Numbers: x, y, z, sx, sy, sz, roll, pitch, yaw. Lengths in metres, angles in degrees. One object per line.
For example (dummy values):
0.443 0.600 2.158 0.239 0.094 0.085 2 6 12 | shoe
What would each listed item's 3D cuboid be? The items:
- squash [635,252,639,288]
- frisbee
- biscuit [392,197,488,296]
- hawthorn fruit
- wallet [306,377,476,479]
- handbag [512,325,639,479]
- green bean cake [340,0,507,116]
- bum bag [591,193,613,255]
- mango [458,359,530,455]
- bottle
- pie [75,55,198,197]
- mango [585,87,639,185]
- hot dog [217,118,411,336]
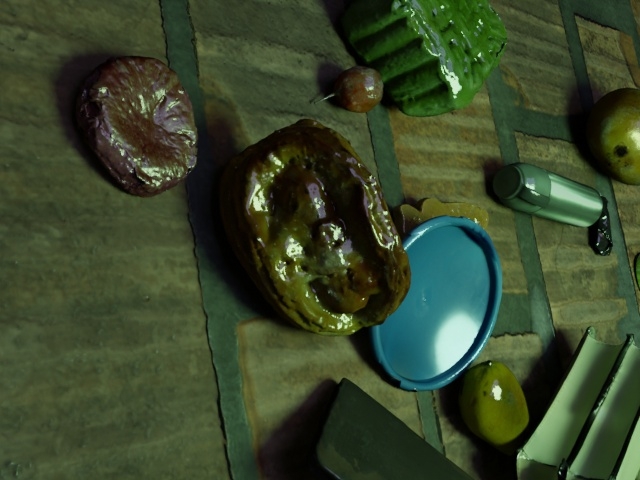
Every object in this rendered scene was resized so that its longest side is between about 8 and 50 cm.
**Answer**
0.710 0.061 1.569 0.105 0.132 0.105 13 69 -39 | squash
0.149 0.082 1.050 0.242 0.045 0.242 -12 109 -36 | frisbee
0.166 0.009 1.125 0.250 0.035 0.162 -29 104 -39 | biscuit
0.035 -0.201 1.064 0.103 0.067 0.066 -12 85 -19 | hawthorn fruit
0.121 0.295 0.898 0.309 0.042 0.165 41 29 -4 | wallet
0.430 0.323 1.181 0.358 0.160 0.236 -39 128 -45 | handbag
0.159 -0.311 1.162 0.222 0.125 0.248 51 48 -20 | green bean cake
0.532 -0.031 1.496 0.058 0.034 0.124 22 62 -48 | bum bag
0.248 0.238 1.107 0.161 0.076 0.103 56 49 -28 | mango
0.392 -0.072 1.336 0.254 0.079 0.096 12 25 -42 | bottle
-0.186 -0.123 0.831 0.154 0.038 0.153 14 69 -42 | pie
0.624 -0.203 1.573 0.316 0.146 0.192 -3 80 -59 | mango
-0.001 -0.001 0.888 0.259 0.175 0.114 59 3 -10 | hot dog
